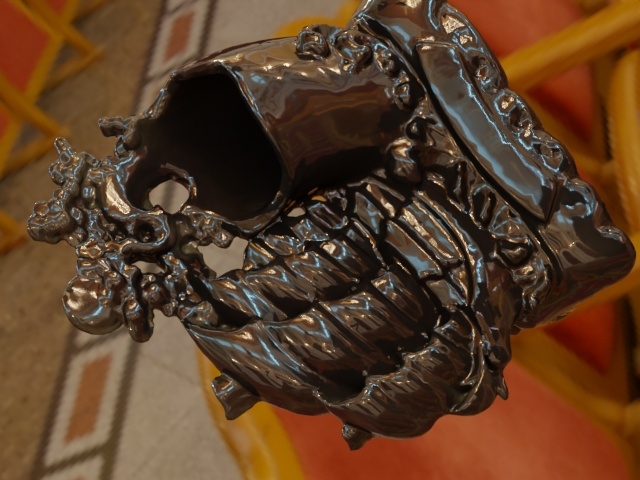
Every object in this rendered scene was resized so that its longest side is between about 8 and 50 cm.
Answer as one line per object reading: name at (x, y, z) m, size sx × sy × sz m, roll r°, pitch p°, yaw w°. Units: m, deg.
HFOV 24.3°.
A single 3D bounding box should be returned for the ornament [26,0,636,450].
ornament at (0.000, 0.000, 0.785) m, size 0.260 × 0.251 × 0.106 m, roll -34°, pitch -8°, yaw -28°
